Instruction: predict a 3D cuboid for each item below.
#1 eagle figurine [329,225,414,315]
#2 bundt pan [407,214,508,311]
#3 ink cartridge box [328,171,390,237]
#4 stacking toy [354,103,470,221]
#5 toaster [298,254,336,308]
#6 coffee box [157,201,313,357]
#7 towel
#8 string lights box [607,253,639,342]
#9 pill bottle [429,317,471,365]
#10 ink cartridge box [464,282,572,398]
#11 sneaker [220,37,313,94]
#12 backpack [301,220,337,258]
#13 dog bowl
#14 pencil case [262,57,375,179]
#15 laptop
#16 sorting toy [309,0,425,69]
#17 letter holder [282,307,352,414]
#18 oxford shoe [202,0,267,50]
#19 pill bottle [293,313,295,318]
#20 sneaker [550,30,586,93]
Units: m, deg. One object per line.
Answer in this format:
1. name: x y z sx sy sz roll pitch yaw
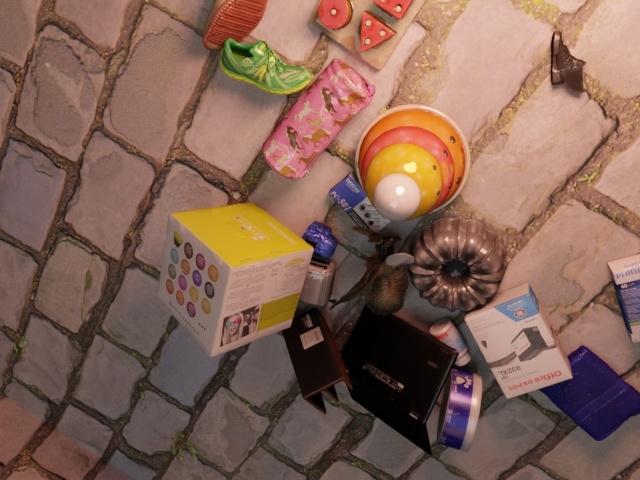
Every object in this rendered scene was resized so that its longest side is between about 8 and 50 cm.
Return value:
1. eagle figurine: 0.178 0.120 1.756 0.226 0.225 0.298 17 97 15
2. bundt pan: 0.437 0.093 1.725 0.330 0.124 0.331 5 115 12
3. ink cartridge box: 0.131 -0.115 1.755 0.097 0.046 0.207 -38 99 25
4. stacking toy: 0.232 -0.159 1.464 0.350 0.480 0.351 6 116 13
5. toaster: -0.037 0.138 1.870 0.227 0.129 0.146 16 115 9
6. coffee box: -0.282 0.105 1.734 0.337 0.338 0.334 36 122 34
7. towel: 0.918 0.516 1.820 0.308 0.076 0.228 41 110 -5
8. string lights box: 0.989 0.175 1.639 0.133 0.077 0.260 -18 108 21
9. pill bottle: 0.454 0.355 1.857 0.087 0.087 0.160 -31 103 25
10. ink cartridge box: 0.642 0.328 1.745 0.223 0.129 0.307 -27 94 23
11. sneaker: -0.167 -0.524 1.601 0.295 0.109 0.123 17 143 7
12. backpack: 0.000 0.000 1.814 0.120 0.098 0.101 31 114 1
13. dog bowl: 0.480 0.584 1.854 0.104 0.265 0.265 12 116 11
14. pencil case: -0.010 -0.361 1.621 0.167 0.160 0.386 26 121 -31
15. laptop: 0.279 0.489 1.903 0.382 0.236 0.408 27 94 36
16. sorting toy: 0.129 -0.653 1.489 0.257 0.089 0.255 34 118 -2
17. letter holder: 0.001 0.432 1.904 0.152 0.302 0.214 -28 139 5
18. oxford shoe: -0.233 -0.730 1.553 0.397 0.140 0.146 -42 67 31
19. pill bottle: -0.129 0.269 1.986 0.067 0.067 0.120 1 114 14
20. sneaker: 0.672 -0.482 1.445 0.089 0.051 0.170 -2 118 16
